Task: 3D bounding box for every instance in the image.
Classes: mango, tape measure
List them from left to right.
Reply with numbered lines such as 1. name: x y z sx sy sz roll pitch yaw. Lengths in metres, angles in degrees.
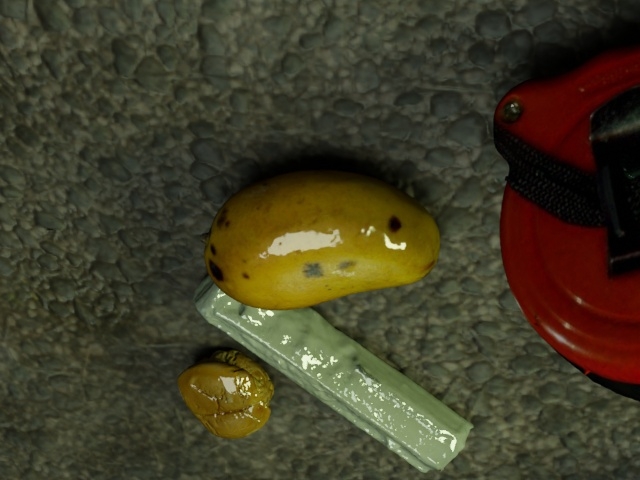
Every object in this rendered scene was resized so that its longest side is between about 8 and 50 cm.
1. mango: -0.002 -0.002 1.233 0.178 0.090 0.115 -9 137 18
2. tape measure: 0.239 -0.024 1.052 0.253 0.260 0.114 -19 153 30

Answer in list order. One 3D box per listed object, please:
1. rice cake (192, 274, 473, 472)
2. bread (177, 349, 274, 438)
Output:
1. rice cake: 0.011 0.104 1.339 0.256 0.052 0.057 36 105 -13
2. bread: -0.079 0.131 1.388 0.081 0.046 0.083 8 130 13
